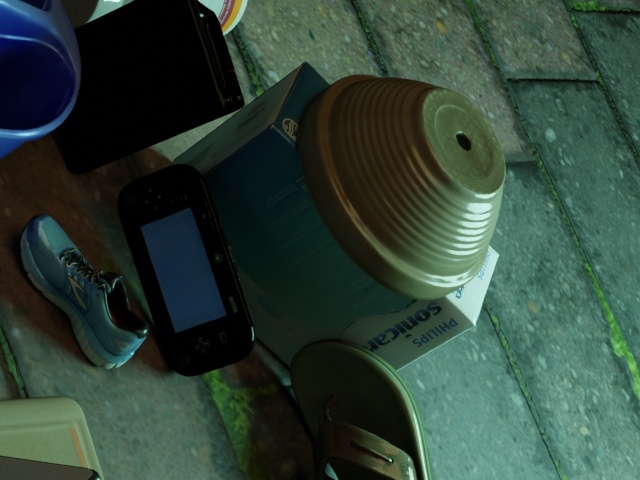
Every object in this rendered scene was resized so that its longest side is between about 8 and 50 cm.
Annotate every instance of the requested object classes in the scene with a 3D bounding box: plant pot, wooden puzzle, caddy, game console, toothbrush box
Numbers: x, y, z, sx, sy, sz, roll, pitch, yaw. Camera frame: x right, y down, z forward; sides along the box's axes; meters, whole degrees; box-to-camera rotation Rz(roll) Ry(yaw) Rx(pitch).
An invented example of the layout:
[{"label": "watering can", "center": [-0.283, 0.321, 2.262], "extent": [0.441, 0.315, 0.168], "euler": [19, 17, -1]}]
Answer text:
[{"label": "plant pot", "center": [0.100, -0.070, 1.883], "extent": [0.237, 0.110, 0.237], "euler": [27, 47, -34]}, {"label": "wooden puzzle", "center": [-0.264, 0.244, 1.656], "extent": [0.221, 0.044, 0.238], "euler": [1, 58, -48]}, {"label": "caddy", "center": [-0.370, -0.182, 1.738], "extent": [0.341, 0.179, 0.241], "euler": [1, 63, -48]}, {"label": "game console", "center": [-0.143, -0.051, 1.884], "extent": [0.044, 0.213, 0.361], "euler": [-17, 87, -53]}, {"label": "toothbrush box", "center": [0.000, 0.000, 1.989], "extent": [0.295, 0.216, 0.126], "euler": [44, 38, -15]}]

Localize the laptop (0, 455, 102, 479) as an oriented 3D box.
[{"label": "laptop", "center": [-0.440, 0.149, 1.371], "extent": [0.382, 0.408, 0.236], "euler": [-45, 133, -53]}]

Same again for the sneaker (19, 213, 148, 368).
[{"label": "sneaker", "center": [-0.215, 0.038, 1.834], "extent": [0.162, 0.073, 0.063], "euler": [53, 37, -4]}]

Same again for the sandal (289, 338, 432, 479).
[{"label": "sandal", "center": [0.050, 0.236, 1.940], "extent": [0.086, 0.120, 0.302], "euler": [4, 61, -58]}]

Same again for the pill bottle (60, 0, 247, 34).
[{"label": "pill bottle", "center": [-0.188, -0.271, 2.060], "extent": [0.221, 0.121, 0.121], "euler": [-7, 69, -51]}]
